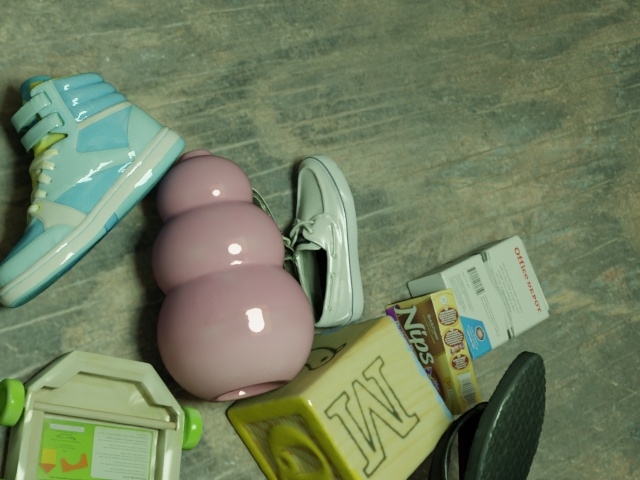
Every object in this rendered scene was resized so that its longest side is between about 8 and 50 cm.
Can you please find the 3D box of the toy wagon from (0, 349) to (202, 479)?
[{"bbox_3d":[-0.281,0.313,1.463,0.267,0.068,0.344,15,70,-34],"label":"toy wagon"}]

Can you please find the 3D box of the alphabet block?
[{"bbox_3d":[0.029,0.245,1.648,0.197,0.192,0.193,-40,101,-39],"label":"alphabet block"}]

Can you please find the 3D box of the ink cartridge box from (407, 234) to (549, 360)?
[{"bbox_3d":[0.257,0.095,1.932,0.203,0.086,0.148,-22,91,-40],"label":"ink cartridge box"}]

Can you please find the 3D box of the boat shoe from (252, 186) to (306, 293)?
[{"bbox_3d":[-0.068,0.020,1.707,0.078,0.070,0.219,-22,92,-40],"label":"boat shoe"}]

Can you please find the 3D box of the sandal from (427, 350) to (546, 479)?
[{"bbox_3d":[0.193,0.354,1.619,0.167,0.107,0.445,2,106,-59],"label":"sandal"}]

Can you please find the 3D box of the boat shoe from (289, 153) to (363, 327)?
[{"bbox_3d":[0.000,0.000,1.751,0.084,0.095,0.258,-7,81,-43],"label":"boat shoe"}]

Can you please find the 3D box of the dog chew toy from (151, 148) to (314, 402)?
[{"bbox_3d":[-0.131,0.039,1.581,0.206,0.206,0.332,-3,71,-39],"label":"dog chew toy"}]

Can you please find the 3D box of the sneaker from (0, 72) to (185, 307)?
[{"bbox_3d":[-0.342,-0.080,1.498,0.208,0.127,0.319,44,60,-7],"label":"sneaker"}]

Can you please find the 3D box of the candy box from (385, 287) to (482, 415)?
[{"bbox_3d":[0.173,0.175,1.830,0.053,0.109,0.186,-13,87,-39],"label":"candy box"}]
